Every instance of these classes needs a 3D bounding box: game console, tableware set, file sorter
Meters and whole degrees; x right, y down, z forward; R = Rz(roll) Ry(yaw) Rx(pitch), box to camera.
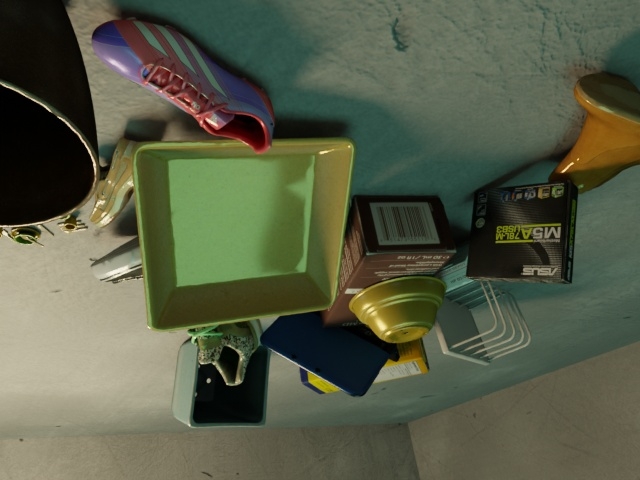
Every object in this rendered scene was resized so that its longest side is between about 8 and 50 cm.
[{"bbox_3d":[0.032,0.278,1.280,0.293,0.173,0.250,25,163,22],"label":"game console"},{"bbox_3d":[-0.510,-0.023,0.890,0.154,0.024,0.104,-9,150,1],"label":"tableware set"},{"bbox_3d":[0.463,0.227,1.443,0.173,0.192,0.278,-32,144,29],"label":"file sorter"}]

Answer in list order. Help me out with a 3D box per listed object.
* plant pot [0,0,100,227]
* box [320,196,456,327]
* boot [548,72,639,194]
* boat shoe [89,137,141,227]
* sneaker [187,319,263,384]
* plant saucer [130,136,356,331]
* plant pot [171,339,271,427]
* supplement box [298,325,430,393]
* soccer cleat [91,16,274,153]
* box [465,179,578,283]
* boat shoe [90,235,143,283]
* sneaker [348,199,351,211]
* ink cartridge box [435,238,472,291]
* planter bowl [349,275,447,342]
[{"bbox_3d":[-0.323,-0.165,0.484,0.216,0.230,0.215,-7,150,-4],"label":"plant pot"},{"bbox_3d":[0.122,0.063,1.110,0.191,0.143,0.381,-1,151,-14],"label":"box"},{"bbox_3d":[0.468,-0.161,0.850,0.295,0.104,0.211,3,148,-29],"label":"boot"},{"bbox_3d":[-0.331,-0.095,0.787,0.072,0.068,0.190,28,125,-30],"label":"boat shoe"},{"bbox_3d":[-0.240,0.175,1.100,0.158,0.182,0.410,-19,130,10],"label":"sneaker"},{"bbox_3d":[-0.125,-0.021,0.825,0.333,0.081,0.332,-5,122,-19],"label":"plant saucer"},{"bbox_3d":[-0.330,0.433,1.539,0.247,0.247,0.252,15,161,-36],"label":"plant pot"},{"bbox_3d":[0.125,0.320,1.501,0.357,0.195,0.194,-15,150,10],"label":"supplement box"},{"bbox_3d":[-0.158,-0.189,0.627,0.248,0.095,0.083,19,137,-43],"label":"soccer cleat"},{"bbox_3d":[0.376,-0.012,0.941,0.045,0.184,0.191,22,165,-41],"label":"box"},{"bbox_3d":[-0.262,0.034,0.925,0.336,0.121,0.119,-17,109,11],"label":"boat shoe"},{"bbox_3d":[0.000,0.000,0.990,0.107,0.109,0.275,-1,149,-15],"label":"sneaker"},{"bbox_3d":[0.315,0.060,1.137,0.104,0.061,0.181,-30,-177,32],"label":"ink cartridge box"},{"bbox_3d":[0.176,0.163,1.073,0.218,0.090,0.217,-7,150,-4],"label":"planter bowl"}]
